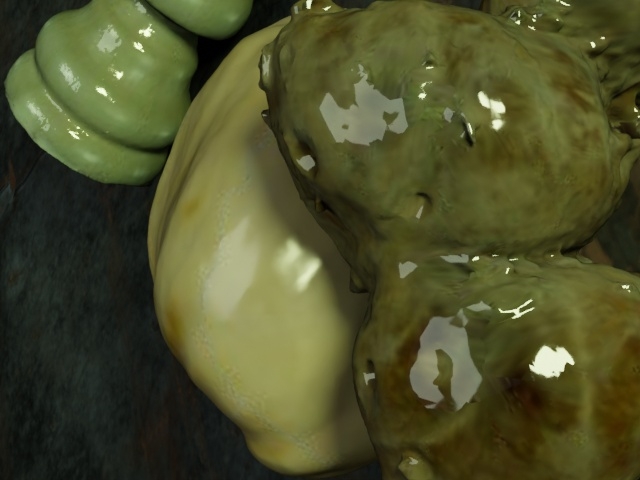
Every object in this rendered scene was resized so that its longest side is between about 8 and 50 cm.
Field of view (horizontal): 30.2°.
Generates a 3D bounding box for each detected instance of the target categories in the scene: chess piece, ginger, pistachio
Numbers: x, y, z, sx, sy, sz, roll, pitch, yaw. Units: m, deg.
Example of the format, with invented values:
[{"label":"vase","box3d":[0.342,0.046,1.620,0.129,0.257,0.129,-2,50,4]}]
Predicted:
[{"label":"chess piece","box3d":[-0.141,-0.225,1.115,0.330,0.182,0.182,-50,45,23]},{"label":"ginger","box3d":[0.098,0.006,0.623,0.176,0.256,0.376,91,177,-82]},{"label":"pistachio","box3d":[0.000,0.000,0.810,0.237,0.229,0.321,-2,68,16]}]
